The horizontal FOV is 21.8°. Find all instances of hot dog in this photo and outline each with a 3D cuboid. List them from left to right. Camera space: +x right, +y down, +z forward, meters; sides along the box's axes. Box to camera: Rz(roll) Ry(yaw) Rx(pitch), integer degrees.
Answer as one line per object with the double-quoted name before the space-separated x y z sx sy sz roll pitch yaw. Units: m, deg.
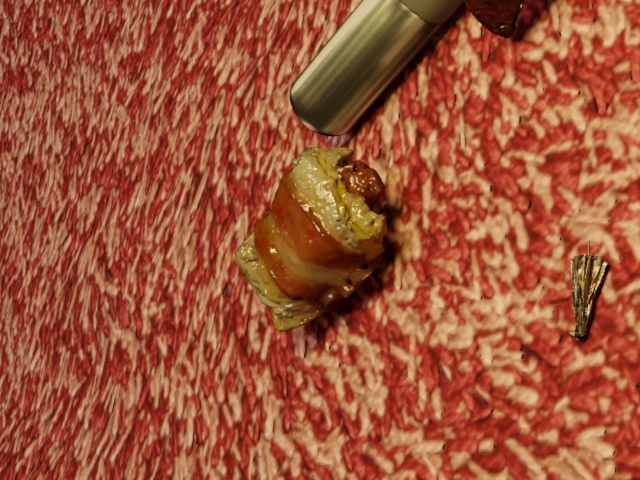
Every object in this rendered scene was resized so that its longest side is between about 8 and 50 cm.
"hot dog" 0.000 0.000 1.666 0.213 0.103 0.146 -51 57 45

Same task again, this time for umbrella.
"umbrella" 0.220 0.042 1.376 0.031 0.020 0.083 6 76 18

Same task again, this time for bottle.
"bottle" 0.059 -0.215 1.687 0.253 0.096 0.079 -46 5 34

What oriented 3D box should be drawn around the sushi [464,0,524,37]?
"sushi" 0.203 -0.344 1.494 0.167 0.179 0.296 174 115 -74
